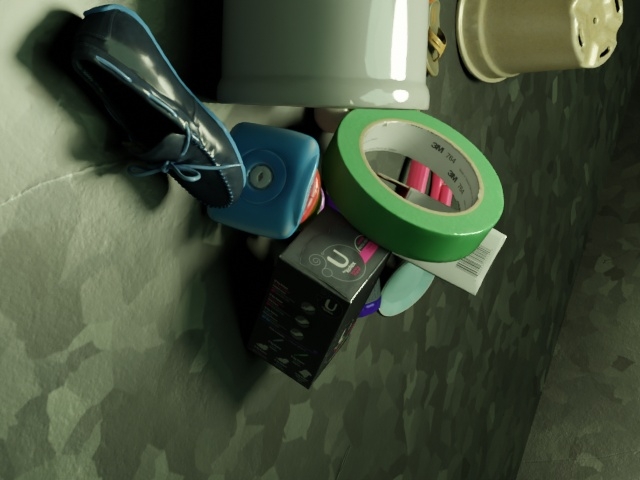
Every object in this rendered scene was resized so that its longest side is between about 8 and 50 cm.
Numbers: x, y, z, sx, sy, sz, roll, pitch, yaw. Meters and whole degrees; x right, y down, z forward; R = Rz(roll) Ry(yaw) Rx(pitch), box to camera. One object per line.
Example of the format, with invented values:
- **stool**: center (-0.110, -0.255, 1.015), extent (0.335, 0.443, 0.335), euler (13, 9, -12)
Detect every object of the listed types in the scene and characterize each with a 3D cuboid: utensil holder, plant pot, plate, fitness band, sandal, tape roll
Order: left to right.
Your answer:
- **utensil holder**: center (0.009, -0.395, 1.241), extent (0.327, 0.328, 0.385), euler (-11, 105, -57)
- **plate**: center (0.200, 0.098, 1.921), extent (0.188, 0.024, 0.188), euler (-30, 144, -25)
- **tape roll**: center (0.163, -0.107, 1.436), extent (0.321, 0.321, 0.077), euler (-41, 165, -47)
- **fitness band**: center (0.258, -0.102, 1.958), extent (0.209, 0.054, 0.291), euler (46, 53, -59)
- **sandal**: center (0.269, -0.472, 1.903), extent (0.072, 0.049, 0.180), euler (-19, 114, -56)
- **plant pot**: center (0.561, -0.553, 2.040), extent (0.334, 0.305, 0.334), euler (-14, 111, -40)

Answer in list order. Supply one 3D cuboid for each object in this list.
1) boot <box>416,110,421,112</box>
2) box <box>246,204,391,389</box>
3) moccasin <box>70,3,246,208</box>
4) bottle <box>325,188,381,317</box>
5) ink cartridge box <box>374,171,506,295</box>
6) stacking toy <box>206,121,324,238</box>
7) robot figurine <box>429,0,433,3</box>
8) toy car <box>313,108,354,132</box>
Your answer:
- **boot**: center (0.152, -0.321, 1.744), extent (0.137, 0.077, 0.198), euler (18, 70, -54)
- **box**: center (-0.005, 0.101, 1.413), extent (0.165, 0.143, 0.270), euler (-49, 167, -42)
- **moccasin**: center (-0.229, -0.151, 1.109), extent (0.342, 0.138, 0.117), euler (51, 41, -36)
- **bottle**: center (0.058, 0.011, 1.624), extent (0.092, 0.118, 0.283), euler (-19, 118, -22)
- **ink cartridge box**: center (0.198, -0.025, 1.646), extent (0.130, 0.272, 0.309), euler (-62, 180, 4)
- **stacking toy**: center (-0.056, -0.072, 1.413), extent (0.302, 0.166, 0.175), euler (37, 69, -72)
- **robot figurine**: center (0.222, -0.581, 1.718), extent (0.219, 0.128, 0.158), euler (-56, 134, -35)
- **toy car**: center (0.067, -0.291, 1.535), extent (0.159, 0.136, 0.182), euler (-46, 135, -43)
